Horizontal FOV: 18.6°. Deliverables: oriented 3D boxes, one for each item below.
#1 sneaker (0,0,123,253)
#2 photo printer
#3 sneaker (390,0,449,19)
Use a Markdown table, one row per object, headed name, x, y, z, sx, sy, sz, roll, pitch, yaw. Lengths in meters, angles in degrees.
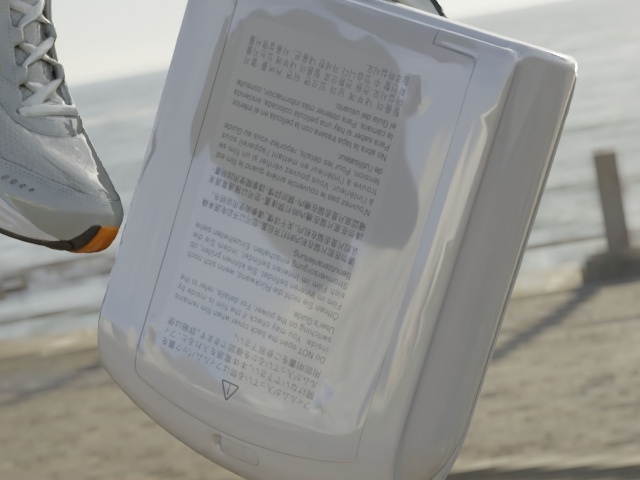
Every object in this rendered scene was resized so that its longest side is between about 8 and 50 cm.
| name | x | y | z | sx | sy | sz | roll | pitch | yaw |
| --- | --- | --- | --- | --- | --- | --- | --- | --- | --- |
| sneaker | -0.172 | -0.111 | 1.004 | 0.121 | 0.262 | 0.099 | -45 | -19 | 17 |
| photo printer | 0.000 | 0.000 | 1.199 | 0.256 | 0.308 | 0.107 | 21 | 9 | 31 |
| sneaker | 0.042 | -0.159 | 1.465 | 0.108 | 0.272 | 0.100 | -30 | 5 | 5 |
